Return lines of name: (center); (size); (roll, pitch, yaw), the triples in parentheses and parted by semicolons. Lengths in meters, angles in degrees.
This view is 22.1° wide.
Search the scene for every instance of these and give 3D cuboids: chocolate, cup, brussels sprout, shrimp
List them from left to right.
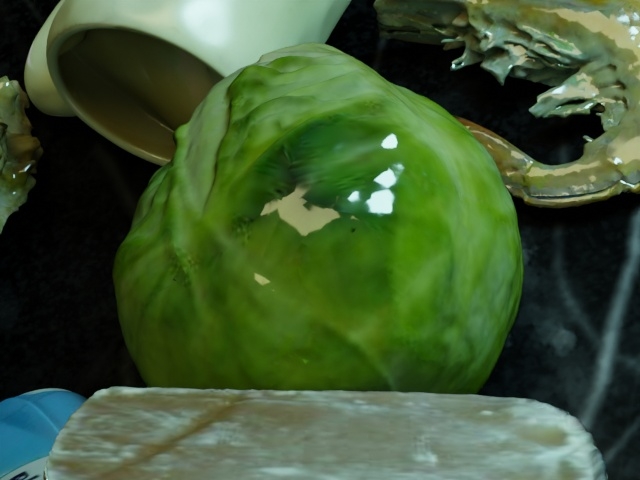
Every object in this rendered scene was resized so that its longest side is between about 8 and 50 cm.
cup: (-0.090, -0.158, 1.161); (0.173, 0.255, 0.202); (31, 61, -12)
brussels sprout: (0.000, 0.000, 0.948); (0.219, 0.210, 0.271); (-32, 48, 18)
chocolate: (0.003, 0.130, 0.762); (0.254, 0.080, 0.157); (1, 12, 2)
shrimp: (0.140, -0.099, 1.084); (0.253, 0.058, 0.173); (11, 66, 23)

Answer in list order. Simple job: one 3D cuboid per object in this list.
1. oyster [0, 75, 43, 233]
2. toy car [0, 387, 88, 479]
oyster: (-0.297, -0.011, 1.106); (0.198, 0.133, 0.337); (-19, 45, 13)
toy car: (-0.142, 0.191, 0.879); (0.198, 0.166, 0.314); (-37, 50, -16)
